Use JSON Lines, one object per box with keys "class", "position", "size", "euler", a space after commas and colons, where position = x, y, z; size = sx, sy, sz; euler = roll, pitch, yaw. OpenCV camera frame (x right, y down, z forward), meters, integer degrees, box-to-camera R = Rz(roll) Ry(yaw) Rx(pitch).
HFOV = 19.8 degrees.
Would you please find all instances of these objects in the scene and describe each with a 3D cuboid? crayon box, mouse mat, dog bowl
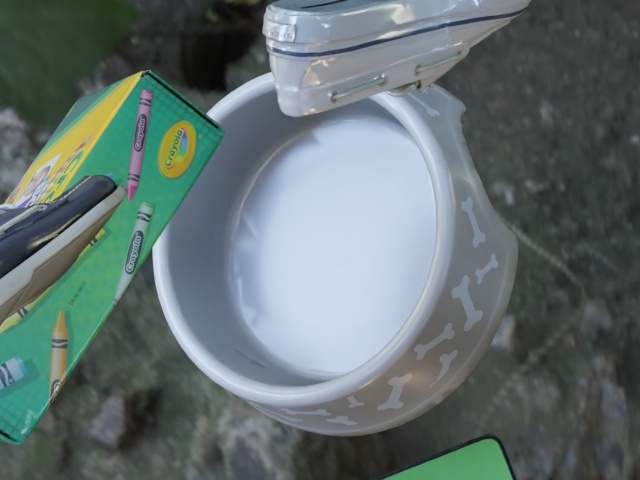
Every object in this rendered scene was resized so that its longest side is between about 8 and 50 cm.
{"class": "crayon box", "position": [-0.199, 0.015, 1.360], "size": [0.081, 0.165, 0.278], "euler": [38, 72, -18]}
{"class": "mouse mat", "position": [0.106, 0.282, 1.717], "size": [0.190, 0.007, 0.152], "euler": [-20, 89, -6]}
{"class": "dog bowl", "position": [0.000, 0.000, 1.652], "size": [0.349, 0.102, 0.349], "euler": [-5, 79, 28]}

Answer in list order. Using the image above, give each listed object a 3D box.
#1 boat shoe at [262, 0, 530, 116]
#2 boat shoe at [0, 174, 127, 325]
{"class": "boat shoe", "position": [0.050, -0.133, 1.208], "size": [0.226, 0.076, 0.083], "euler": [-15, 27, -37]}
{"class": "boat shoe", "position": [-0.169, 0.000, 0.977], "size": [0.065, 0.206, 0.075], "euler": [41, 121, 1]}
